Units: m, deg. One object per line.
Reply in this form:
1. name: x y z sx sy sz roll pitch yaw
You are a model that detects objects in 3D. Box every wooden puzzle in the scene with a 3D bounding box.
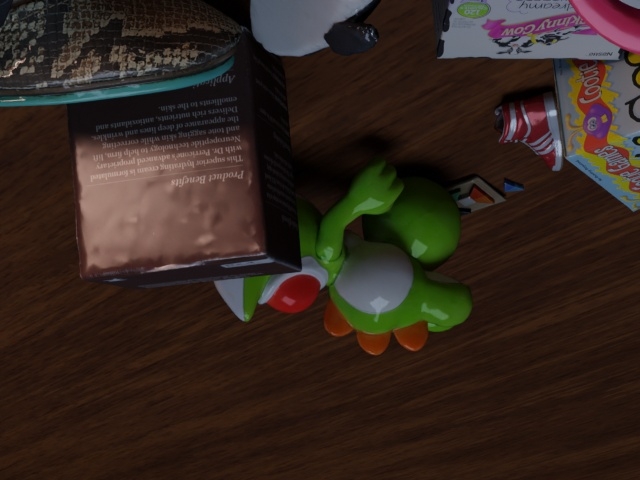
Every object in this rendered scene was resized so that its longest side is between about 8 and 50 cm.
1. wooden puzzle: 0.165 -0.047 1.589 0.116 0.014 0.078 -24 147 38

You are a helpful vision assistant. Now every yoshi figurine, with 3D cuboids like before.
1. yoshi figurine: 0.003 -0.021 1.516 0.362 0.203 0.203 21 109 -13

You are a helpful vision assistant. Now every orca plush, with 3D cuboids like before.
1. orca plush: 0.021 -0.253 1.100 0.151 0.102 0.287 39 150 19

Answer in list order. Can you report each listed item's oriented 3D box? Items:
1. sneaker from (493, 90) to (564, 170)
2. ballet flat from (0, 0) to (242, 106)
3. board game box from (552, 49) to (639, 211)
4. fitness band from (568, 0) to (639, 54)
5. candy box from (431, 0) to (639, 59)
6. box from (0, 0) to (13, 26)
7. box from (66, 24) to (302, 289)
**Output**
1. sneaker: 0.212 -0.107 1.429 0.067 0.042 0.118 -10 146 9
2. ballet flat: -0.310 -0.173 1.129 0.482 0.164 0.182 -9 112 19
3. board game box: 0.361 -0.149 1.230 0.275 0.142 0.144 -19 150 33
4. fitness band: 0.282 -0.257 0.996 0.209 0.054 0.291 8 130 -15
5. candy box: 0.184 -0.227 1.137 0.164 0.070 0.196 -1 154 -3
6. box: -0.269 -0.256 0.891 0.165 0.143 0.270 -15 160 -33
7. box: -0.120 -0.068 1.260 0.168 0.203 0.167 -6 174 9
